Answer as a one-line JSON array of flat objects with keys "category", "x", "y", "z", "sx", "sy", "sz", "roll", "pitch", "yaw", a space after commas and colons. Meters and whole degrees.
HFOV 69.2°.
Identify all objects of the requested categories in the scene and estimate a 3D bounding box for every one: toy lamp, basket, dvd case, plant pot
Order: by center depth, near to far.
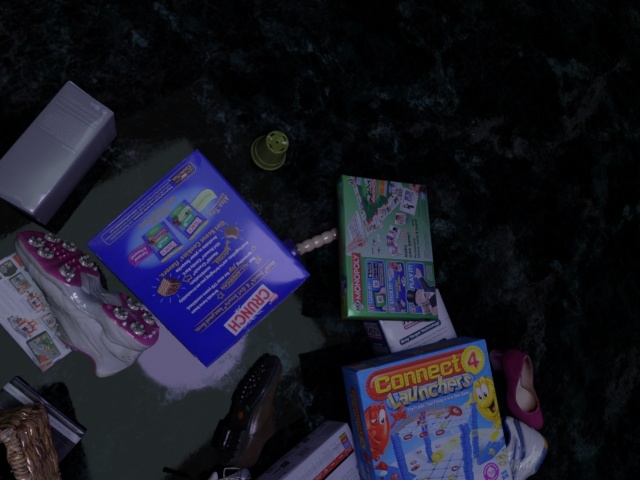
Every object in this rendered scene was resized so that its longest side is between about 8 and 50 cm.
[{"category": "basket", "x": -0.512, "y": 0.430, "z": 0.691, "sx": 0.213, "sy": 0.223, "sz": 0.299, "roll": -14, "pitch": 89, "yaw": -22}, {"category": "dvd case", "x": -0.560, "y": 0.379, "z": 0.809, "sx": 0.164, "sy": 0.018, "sz": 0.221, "roll": 44, "pitch": 70, "yaw": -10}, {"category": "plant pot", "x": -0.107, "y": -0.209, "z": 1.038, "sx": 0.083, "sy": 0.079, "sz": 0.083, "roll": 3, "pitch": 81, "yaw": -20}, {"category": "toy lamp", "x": 0.000, "y": 0.000, "z": 1.050, "sx": 0.275, "sy": 0.080, "sz": 0.080, "roll": -24, "pitch": 91, "yaw": -22}]

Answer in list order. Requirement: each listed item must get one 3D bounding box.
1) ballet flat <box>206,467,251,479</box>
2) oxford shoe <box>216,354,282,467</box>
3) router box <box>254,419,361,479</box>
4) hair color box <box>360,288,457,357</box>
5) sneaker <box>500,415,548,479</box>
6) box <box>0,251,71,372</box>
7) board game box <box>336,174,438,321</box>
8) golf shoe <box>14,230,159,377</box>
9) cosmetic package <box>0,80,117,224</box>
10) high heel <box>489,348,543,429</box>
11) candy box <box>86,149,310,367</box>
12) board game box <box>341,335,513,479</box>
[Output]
[{"category": "ballet flat", "x": -0.198, "y": 0.481, "z": 0.929, "sx": 0.114, "sy": 0.041, "sz": 0.041, "roll": -8, "pitch": 85, "yaw": -22}, {"category": "oxford shoe", "x": -0.128, "y": 0.352, "z": 0.960, "sx": 0.096, "sy": 0.083, "sz": 0.227, "roll": 37, "pitch": 67, "yaw": -36}, {"category": "router box", "x": -0.019, "y": 0.584, "z": 0.912, "sx": 0.335, "sy": 0.082, "sz": 0.301, "roll": -26, "pitch": 92, "yaw": -37}, {"category": "hair color box", "x": 0.245, "y": 0.304, "z": 1.085, "sx": 0.174, "sy": 0.105, "sz": 0.347, "roll": -22, "pitch": 91, "yaw": -21}, {"category": "sneaker", "x": 0.427, "y": 0.574, "z": 1.133, "sx": 0.131, "sy": 0.112, "sz": 0.296, "roll": 35, "pitch": 69, "yaw": 5}, {"category": "box", "x": -0.523, "y": 0.125, "z": 0.851, "sx": 0.114, "sy": 0.036, "sz": 0.207, "roll": -39, "pitch": 97, "yaw": -22}, {"category": "board game box", "x": 0.145, "y": 0.017, "z": 1.029, "sx": 0.214, "sy": 0.046, "sz": 0.317, "roll": 5, "pitch": 72, "yaw": -17}, {"category": "golf shoe", "x": -0.433, "y": 0.112, "z": 0.810, "sx": 0.306, "sy": 0.115, "sz": 0.140, "roll": 42, "pitch": 101, "yaw": 5}, {"category": "cosmetic package", "x": -0.490, "y": -0.155, "z": 0.858, "sx": 0.107, "sy": 0.127, "sz": 0.238, "roll": 36, "pitch": 69, "yaw": -13}, {"category": "high heel", "x": 0.529, "y": 0.382, "z": 1.177, "sx": 0.082, "sy": 0.117, "sz": 0.244, "roll": -25, "pitch": 92, "yaw": -23}, {"category": "candy box", "x": -0.225, "y": 0.036, "z": 0.901, "sx": 0.268, "sy": 0.122, "sz": 0.317, "roll": -41, "pitch": 96, "yaw": -4}, {"category": "board game box", "x": 0.222, "y": 0.382, "z": 0.965, "sx": 0.308, "sy": 0.086, "sz": 0.302, "roll": -9, "pitch": 86, "yaw": -19}]
